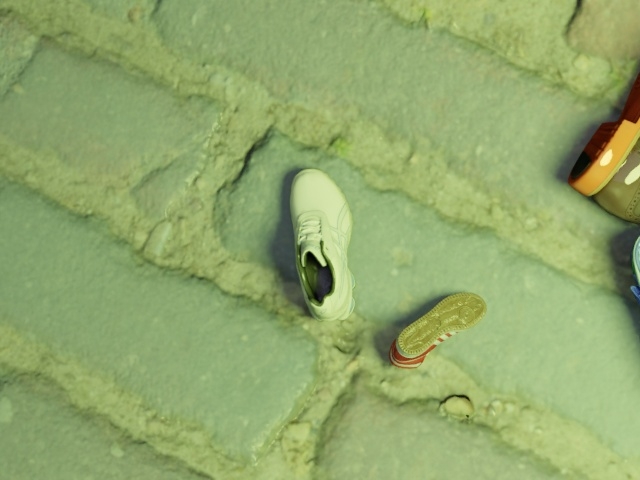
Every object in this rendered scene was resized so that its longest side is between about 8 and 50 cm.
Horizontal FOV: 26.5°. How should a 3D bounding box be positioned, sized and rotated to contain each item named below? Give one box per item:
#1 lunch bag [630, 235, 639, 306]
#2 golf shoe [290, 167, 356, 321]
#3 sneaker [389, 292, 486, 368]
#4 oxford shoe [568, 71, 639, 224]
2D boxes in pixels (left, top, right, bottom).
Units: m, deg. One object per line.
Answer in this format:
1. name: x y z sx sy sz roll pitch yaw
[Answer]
1. lunch bag: 0.422 0.069 1.399 0.176 0.090 0.219 -21 79 7
2. golf shoe: 0.000 0.000 1.494 0.069 0.086 0.176 -14 79 11
3. sneaker: 0.124 0.100 1.484 0.118 0.067 0.042 -26 74 -24
4. oxford shoe: 0.380 -0.141 1.446 0.098 0.097 0.271 37 95 -7
